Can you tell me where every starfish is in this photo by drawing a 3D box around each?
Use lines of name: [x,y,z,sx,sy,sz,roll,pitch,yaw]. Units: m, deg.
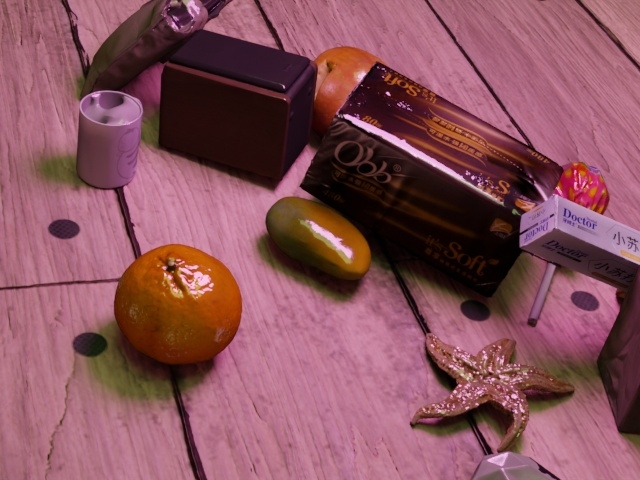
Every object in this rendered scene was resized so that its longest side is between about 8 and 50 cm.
starfish: [0.239,0.204,1.684,0.277,0.062,0.235,-11,39,-21]

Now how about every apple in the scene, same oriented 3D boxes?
apple: [0.052,-0.261,2.094,0.199,0.199,0.199,8,39,-7]

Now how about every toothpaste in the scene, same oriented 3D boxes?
toothpaste: [0.440,0.022,1.721,0.313,0.089,0.071,21,59,-23]

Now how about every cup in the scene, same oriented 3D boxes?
cup: [-0.328,-0.168,1.893,0.136,0.133,0.099,-20,49,-35]

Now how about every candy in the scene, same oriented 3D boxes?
candy: [0.394,0.004,1.942,0.124,0.124,0.365,21,48,9]

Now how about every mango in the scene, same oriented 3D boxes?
mango: [0.000,-0.002,1.832,0.191,0.085,0.122,34,23,13]

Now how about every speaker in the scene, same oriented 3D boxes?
speaker: [-0.141,-0.232,1.986,0.231,0.192,0.153,17,38,11]

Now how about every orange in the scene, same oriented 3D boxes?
orange: [-0.196,0.087,1.614,0.178,0.155,0.177,19,37,-15]

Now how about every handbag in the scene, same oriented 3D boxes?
handbag: [-0.284,-0.385,2.107,0.109,0.253,0.316,54,38,-12]

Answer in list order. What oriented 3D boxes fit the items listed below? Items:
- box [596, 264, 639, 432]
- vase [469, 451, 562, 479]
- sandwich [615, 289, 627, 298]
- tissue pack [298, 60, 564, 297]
box: [0.516,0.148,1.676,0.149,0.231,0.155,6,39,-8]
vase: [0.331,0.395,1.399,0.360,0.165,0.165,27,41,10]
sandwich: [0.553,0.058,1.909,0.094,0.096,0.258,32,41,13]
tissue pack: [0.172,-0.098,1.867,0.370,0.198,0.210,30,43,4]
